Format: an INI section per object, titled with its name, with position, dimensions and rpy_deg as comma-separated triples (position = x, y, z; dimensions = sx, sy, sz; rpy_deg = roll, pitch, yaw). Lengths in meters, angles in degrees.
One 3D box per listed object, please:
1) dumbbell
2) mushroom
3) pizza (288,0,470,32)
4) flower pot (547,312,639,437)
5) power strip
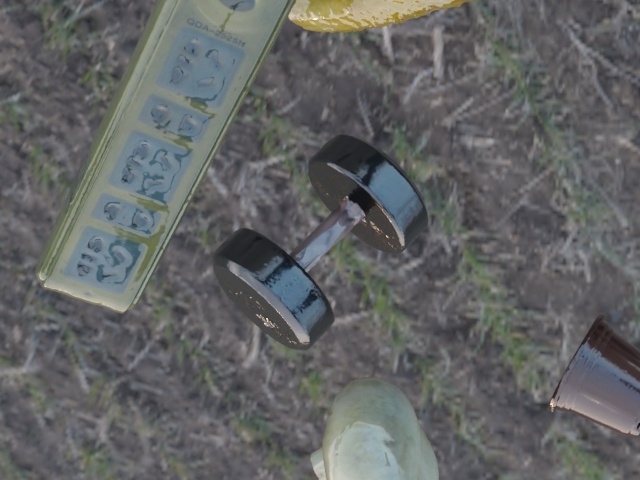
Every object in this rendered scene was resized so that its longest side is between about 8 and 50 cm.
[dumbbell]
position = 0.000, 0.000, 1.418
dimensions = 0.152, 0.218, 0.152
rpy_deg = 40, 164, 15
[mushroom]
position = 0.047, 0.211, 1.219
dimensions = 0.123, 0.154, 0.154
rpy_deg = -15, 126, 25
[pizza]
position = 0.092, -0.288, 1.006
dimensions = 0.280, 0.287, 0.075
rpy_deg = -18, 134, 28
[flower pot]
position = 0.283, 0.138, 1.207
dimensions = 0.089, 0.111, 0.111
rpy_deg = 29, 135, 16
[power strip]
position = -0.114, -0.105, 0.983
dimensions = 0.092, 0.066, 0.387
rpy_deg = 21, 115, -19
